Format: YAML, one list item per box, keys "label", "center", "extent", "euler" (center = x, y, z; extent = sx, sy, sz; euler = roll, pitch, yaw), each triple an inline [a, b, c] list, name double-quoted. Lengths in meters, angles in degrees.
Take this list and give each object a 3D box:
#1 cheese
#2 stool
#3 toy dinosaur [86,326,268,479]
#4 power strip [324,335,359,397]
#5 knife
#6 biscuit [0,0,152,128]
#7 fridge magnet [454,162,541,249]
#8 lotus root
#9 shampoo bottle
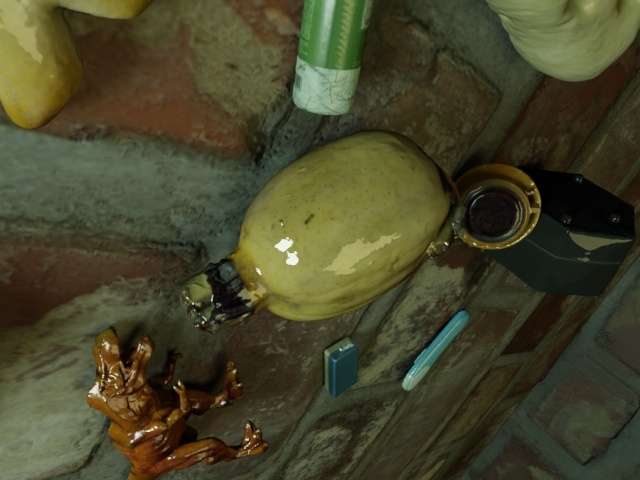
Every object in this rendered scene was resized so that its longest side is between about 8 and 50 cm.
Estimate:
- label: "cheese"
  center: [0.236, -0.296, 0.554]
  extent: [0.328, 0.129, 0.351]
  euler: [-31, 140, -26]
- label: "stool"
  center: [0.407, -0.021, 0.921]
  extent: [0.232, 0.232, 0.141]
  euler: [-17, 135, -36]
- label: "toy dinosaur"
  center: [-0.180, 0.260, 0.691]
  extent: [0.207, 0.097, 0.433]
  euler: [-11, 130, -22]
- label: "power strip"
  center: [0.036, 0.218, 0.934]
  extent: [0.056, 0.032, 0.123]
  euler: [-29, 141, -25]
- label: "knife"
  center: [0.254, 0.240, 1.193]
  extent: [0.222, 0.031, 0.064]
  euler: [-50, 142, -2]
- label: "biscuit"
  center: [-0.195, -0.168, 0.294]
  extent: [0.164, 0.047, 0.208]
  euler: [-48, 145, 5]
- label: "fridge magnet"
  center: [0.265, -0.049, 0.831]
  extent: [0.063, 0.142, 0.143]
  euler: [-61, 174, -62]
- label: "lotus root"
  center: [0.000, 0.000, 0.564]
  extent: [0.309, 0.183, 0.183]
  euler: [-30, 142, -18]
- label: "shampoo bottle"
  center: [0.017, -0.215, 0.465]
  extent: [0.065, 0.065, 0.205]
  euler: [-20, 137, -33]
